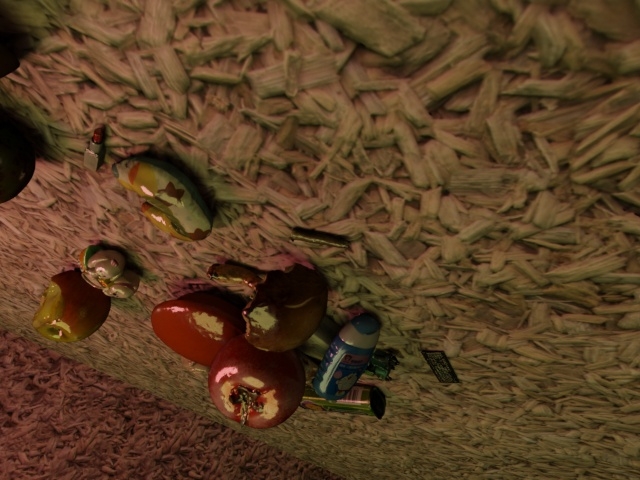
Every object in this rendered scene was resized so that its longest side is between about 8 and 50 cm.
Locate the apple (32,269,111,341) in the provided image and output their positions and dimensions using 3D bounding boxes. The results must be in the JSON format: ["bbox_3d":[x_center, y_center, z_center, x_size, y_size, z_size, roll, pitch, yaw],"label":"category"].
[{"bbox_3d":[-0.881,0.234,1.407,0.247,0.226,0.246,11,141,9],"label":"apple"}]

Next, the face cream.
[{"bbox_3d":[0.079,0.315,1.101,0.149,0.083,0.263,10,113,-36],"label":"face cream"}]

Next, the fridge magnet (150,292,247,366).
[{"bbox_3d":[-0.366,0.296,1.295,0.365,0.155,0.363,10,138,9],"label":"fridge magnet"}]

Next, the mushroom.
[{"bbox_3d":[-0.119,0.116,1.004,0.301,0.233,0.207,57,138,24],"label":"mushroom"}]

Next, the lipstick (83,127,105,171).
[{"bbox_3d":[-0.472,-0.195,0.841,0.030,0.030,0.129,33,141,-15],"label":"lipstick"}]

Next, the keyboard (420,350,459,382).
[{"bbox_3d":[0.360,0.382,1.199,0.067,0.011,0.202,-7,136,30],"label":"keyboard"}]

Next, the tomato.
[{"bbox_3d":[-0.175,0.381,1.127,0.271,0.227,0.269,4,113,9],"label":"tomato"}]

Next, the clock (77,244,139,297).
[{"bbox_3d":[-0.642,0.100,1.231,0.144,0.103,0.230,12,142,24],"label":"clock"}]

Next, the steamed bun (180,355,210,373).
[{"bbox_3d":[-0.462,0.430,1.526,0.211,0.144,0.217,17,142,6],"label":"steamed bun"}]

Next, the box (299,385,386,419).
[{"bbox_3d":[0.074,0.619,1.557,0.346,0.097,0.134,-10,136,33],"label":"box"}]

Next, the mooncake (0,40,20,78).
[{"bbox_3d":[-0.657,-0.272,0.623,0.285,0.284,0.155,-3,135,27],"label":"mooncake"}]

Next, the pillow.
[{"bbox_3d":[-0.341,-0.085,0.889,0.214,0.086,0.233,14,147,26],"label":"pillow"}]

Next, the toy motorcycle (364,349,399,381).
[{"bbox_3d":[0.187,0.386,1.248,0.100,0.058,0.173,18,145,12],"label":"toy motorcycle"}]

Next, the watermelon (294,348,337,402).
[{"bbox_3d":[-0.025,0.411,1.260,0.241,0.094,0.154,30,178,34],"label":"watermelon"}]

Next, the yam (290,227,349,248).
[{"bbox_3d":[0.000,0.000,0.871,0.130,0.027,0.033,13,103,13],"label":"yam"}]

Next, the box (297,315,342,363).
[{"bbox_3d":[-0.024,0.277,1.187,0.269,0.079,0.135,41,139,-26],"label":"box"}]

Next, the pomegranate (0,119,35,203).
[{"bbox_3d":[-0.734,-0.183,0.833,0.202,0.201,0.248,0,163,25],"label":"pomegranate"}]
